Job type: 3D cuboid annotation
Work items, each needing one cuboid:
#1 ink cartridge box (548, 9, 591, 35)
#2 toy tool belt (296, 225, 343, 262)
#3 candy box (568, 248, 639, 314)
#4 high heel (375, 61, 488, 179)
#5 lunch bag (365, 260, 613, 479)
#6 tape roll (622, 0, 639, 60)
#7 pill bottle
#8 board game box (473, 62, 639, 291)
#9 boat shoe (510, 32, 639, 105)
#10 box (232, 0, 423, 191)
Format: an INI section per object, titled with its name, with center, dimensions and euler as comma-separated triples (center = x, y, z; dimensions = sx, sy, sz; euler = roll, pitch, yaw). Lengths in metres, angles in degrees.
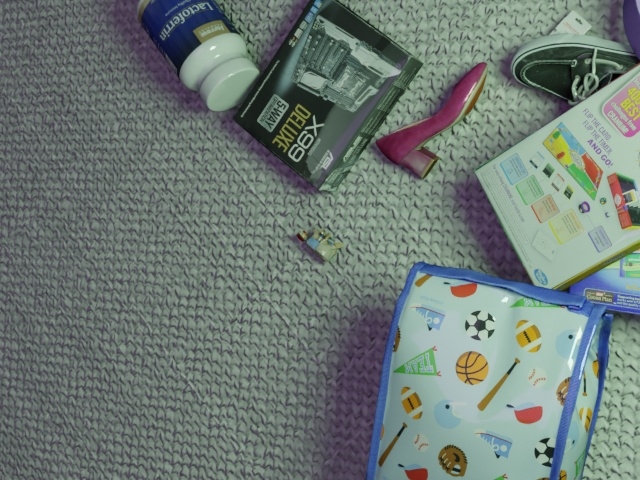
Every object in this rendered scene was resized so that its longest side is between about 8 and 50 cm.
[ink cartridge box]
center = 0.426, -0.350, 1.618
dimensions = 0.083, 0.028, 0.048
euler = -48, 70, 17
[toy tool belt]
center = 0.000, 0.000, 1.811
dimensions = 0.083, 0.052, 0.051
euler = 42, 75, 17
[candy box]
center = 0.559, -0.037, 1.494
dimensions = 0.268, 0.122, 0.317
euler = 9, 94, 29
[high heel]
center = 0.202, -0.238, 1.696
dimensions = 0.117, 0.082, 0.244
euler = 37, 117, 12
[lunch bag]
center = 0.274, 0.245, 1.502
dimensions = 0.328, 0.239, 0.385
euler = 12, 107, 28
[tape roll]
center = 0.615, -0.365, 1.438
dimensions = 0.275, 0.090, 0.274
euler = -1, 75, 5
[pill bottle]
center = -0.242, -0.396, 1.875
dimensions = 0.153, 0.153, 0.264
euler = -42, 73, 19
[board game box]
center = 0.431, -0.088, 1.462
dimensions = 0.317, 0.064, 0.242
euler = -33, 71, 28
[boat shoe]
center = 0.458, -0.260, 1.543
dimensions = 0.306, 0.113, 0.105
euler = 15, 50, 19
[box]
center = 0.011, -0.284, 1.791
dimensions = 0.242, 0.076, 0.307
euler = 41, 106, 20
